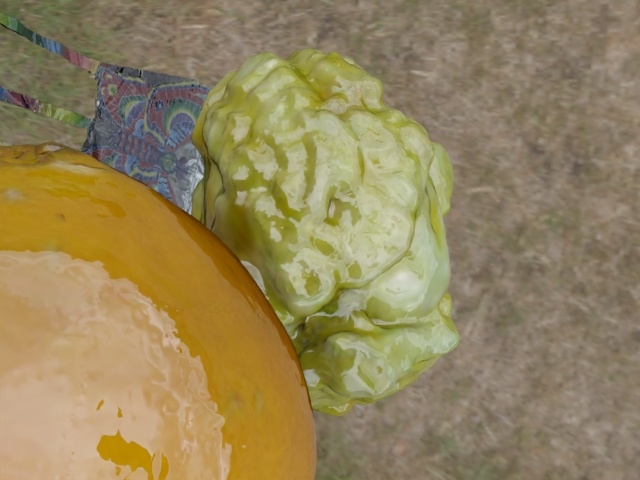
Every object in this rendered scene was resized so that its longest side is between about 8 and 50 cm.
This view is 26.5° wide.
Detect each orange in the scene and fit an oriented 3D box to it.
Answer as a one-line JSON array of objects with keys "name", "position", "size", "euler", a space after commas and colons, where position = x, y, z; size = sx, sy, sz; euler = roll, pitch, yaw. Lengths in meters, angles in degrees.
[{"name": "orange", "position": [-0.156, 0.099, 0.640], "size": [0.312, 0.312, 0.312], "euler": [-4, 100, -23]}]

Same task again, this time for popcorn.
[{"name": "popcorn", "position": [0.000, 0.000, 0.897], "size": [0.195, 0.255, 0.256], "euler": [-12, 124, 4]}]

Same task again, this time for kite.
[{"name": "kite", "position": [-0.183, -0.093, 1.055], "size": [0.285, 0.015, 0.152], "euler": [27, 72, -50]}]
